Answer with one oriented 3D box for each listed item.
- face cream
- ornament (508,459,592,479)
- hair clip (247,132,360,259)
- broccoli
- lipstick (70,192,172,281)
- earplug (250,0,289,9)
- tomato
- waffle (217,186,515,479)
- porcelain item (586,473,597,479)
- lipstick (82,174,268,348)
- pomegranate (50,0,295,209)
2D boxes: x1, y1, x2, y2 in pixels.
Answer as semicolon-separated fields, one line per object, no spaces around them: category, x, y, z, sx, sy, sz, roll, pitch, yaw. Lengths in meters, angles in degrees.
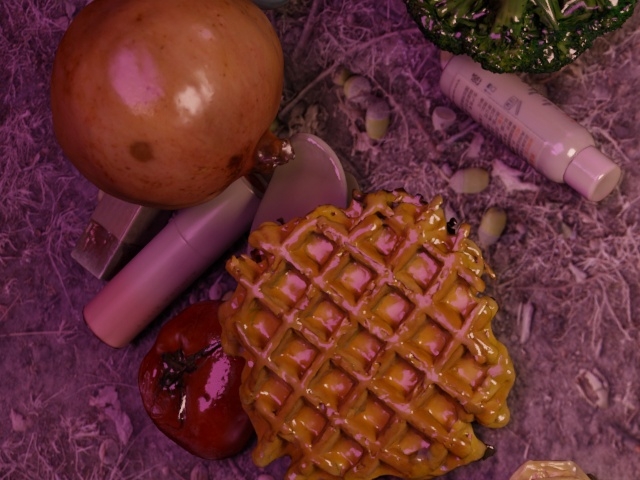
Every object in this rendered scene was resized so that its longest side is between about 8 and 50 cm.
face cream;0.266;-0.145;1.710;0.269;0.082;0.082;43;103;29
ornament;0.295;0.348;1.567;0.180;0.059;0.201;1;114;-6
hair clip;-0.010;0.003;1.826;0.173;0.113;0.282;2;82;32
broccoli;0.255;-0.344;1.647;0.298;0.297;0.297;1;82;-4
lipstick;-0.237;-0.111;2.006;0.080;0.076;0.371;37;100;31
earplug;-0.047;-0.489;1.927;0.185;0.185;0.323;13;94;32
tomato;-0.174;0.191;1.881;0.228;0.101;0.227;-8;78;41
waffle;0.050;0.128;1.713;0.382;0.095;0.379;-13;89;20
porcelain item;0.241;0.333;1.633;0.216;0.069;0.081;-33;62;23
lipstick;-0.206;0.023;1.954;0.327;0.087;0.087;-43;62;17
pomegranate;-0.183;-0.182;1.776;0.338;0.338;0.338;-7;77;30
